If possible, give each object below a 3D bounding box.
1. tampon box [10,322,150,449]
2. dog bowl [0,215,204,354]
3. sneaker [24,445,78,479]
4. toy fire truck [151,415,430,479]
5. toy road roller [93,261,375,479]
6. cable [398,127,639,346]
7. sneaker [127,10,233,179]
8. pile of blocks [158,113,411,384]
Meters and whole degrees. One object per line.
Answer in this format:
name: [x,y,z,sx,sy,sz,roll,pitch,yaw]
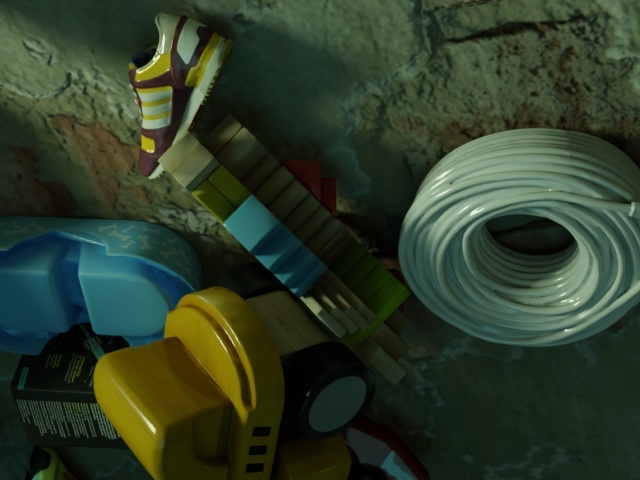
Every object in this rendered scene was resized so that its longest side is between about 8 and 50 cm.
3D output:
tampon box: [-0.257,0.164,1.693,0.161,0.120,0.101,2,133,9]
dog bowl: [-0.265,0.048,1.617,0.297,0.074,0.166,3,134,9]
sneaker: [-0.334,0.331,1.904,0.094,0.081,0.208,9,146,2]
toy fire truck: [-0.036,0.314,1.755,0.302,0.169,0.254,-38,99,13]
toy road roller: [-0.111,0.199,1.532,0.240,0.202,0.329,-14,132,-32]
cable: [0.210,-0.002,1.467,0.257,0.089,0.257,22,134,-9]
sneaker: [-0.153,-0.142,1.424,0.084,0.069,0.185,29,126,-5]
pile of blocks: [0.000,0.000,1.473,0.112,0.149,0.362,-46,123,0]
